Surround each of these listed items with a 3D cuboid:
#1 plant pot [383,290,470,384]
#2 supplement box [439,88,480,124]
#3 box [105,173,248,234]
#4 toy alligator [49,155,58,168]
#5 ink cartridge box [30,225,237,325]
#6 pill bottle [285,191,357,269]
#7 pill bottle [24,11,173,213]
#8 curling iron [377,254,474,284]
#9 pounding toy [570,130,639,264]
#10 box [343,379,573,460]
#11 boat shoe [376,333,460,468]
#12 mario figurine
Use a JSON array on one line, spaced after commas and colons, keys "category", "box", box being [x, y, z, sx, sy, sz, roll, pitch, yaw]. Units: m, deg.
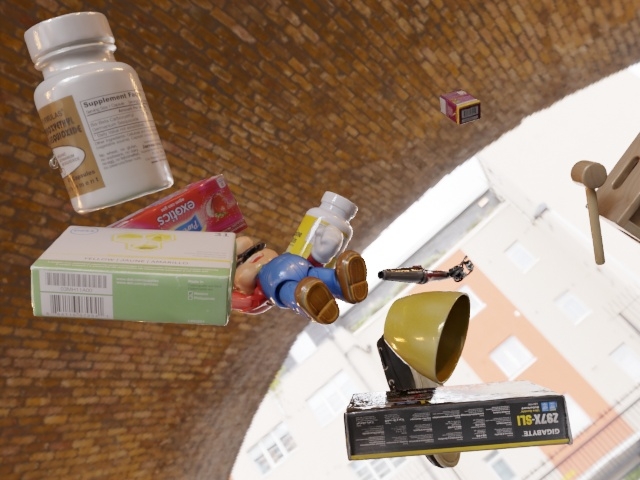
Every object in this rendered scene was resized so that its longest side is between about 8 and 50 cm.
[{"category": "plant pot", "box": [0.148, 0.128, 0.967, 0.134, 0.095, 0.134, -33, -50, -51]}, {"category": "supplement box", "box": [0.297, -0.285, 1.431, 0.055, 0.083, 0.043, -18, -55, -11]}, {"category": "box", "box": [-0.287, -0.017, 1.284, 0.257, 0.128, 0.122, -34, -74, -34]}, {"category": "toy alligator", "box": [-0.475, -0.225, 1.269, 0.056, 0.051, 0.189, -19, -61, -74]}, {"category": "ink cartridge box", "box": [-0.171, 0.013, 0.688, 0.171, 0.235, 0.056, 3, -71, -5]}, {"category": "pill bottle", "box": [0.000, 0.000, 1.332, 0.184, 0.103, 0.103, -62, -32, -7]}, {"category": "pill bottle", "box": [-0.284, -0.159, 0.849, 0.131, 0.229, 0.131, -17, 8, 3]}, {"category": "curling iron", "box": [0.184, 0.053, 1.175, 0.274, 0.035, 0.068, 2, -37, -47]}, {"category": "pounding toy", "box": [0.399, -0.053, 0.874, 0.206, 0.094, 0.181, 30, -78, -16]}, {"category": "box", "box": [0.205, 0.283, 1.083, 0.322, 0.079, 0.257, -6, -6, 4]}, {"category": "boat shoe", "box": [0.194, 0.332, 1.436, 0.127, 0.340, 0.113, 16, -44, -45]}, {"category": "mario figurine", "box": [-0.082, 0.044, 1.102, 0.198, 0.321, 0.170, 11, -96, -40]}]
